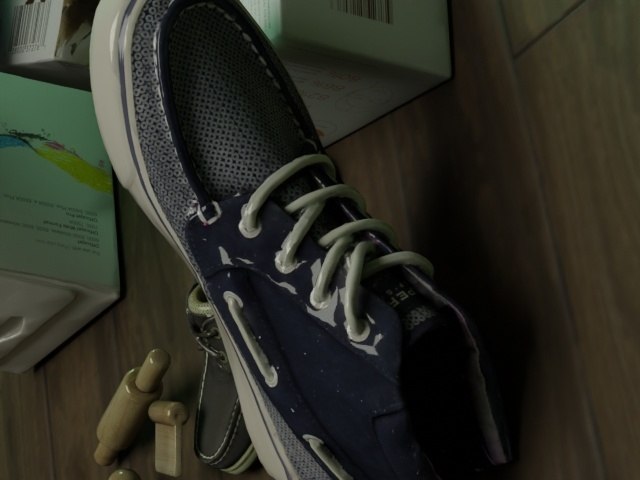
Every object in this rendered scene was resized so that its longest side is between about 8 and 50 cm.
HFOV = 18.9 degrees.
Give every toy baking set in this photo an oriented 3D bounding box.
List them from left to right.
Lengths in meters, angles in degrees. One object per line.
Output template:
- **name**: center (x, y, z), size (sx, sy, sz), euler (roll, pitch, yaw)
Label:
- **toy baking set**: center (-0.143, 0.199, 1.370), size (0.256, 0.030, 0.196), euler (127, 148, -55)

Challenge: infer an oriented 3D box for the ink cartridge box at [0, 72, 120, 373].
- **ink cartridge box**: center (-0.278, -0.036, 1.550), size (0.171, 0.168, 0.232), euler (-38, 50, 45)

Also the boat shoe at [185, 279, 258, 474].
- **boat shoe**: center (-0.056, 0.045, 1.279), size (0.080, 0.073, 0.223), euler (30, 107, 55)

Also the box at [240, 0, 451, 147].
- **box**: center (-0.020, -0.128, 1.220), size (0.170, 0.130, 0.091), euler (-25, 62, 51)

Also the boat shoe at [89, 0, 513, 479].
- **boat shoe**: center (0.000, 0.000, 1.069), size (0.158, 0.127, 0.340), euler (4, 124, 52)

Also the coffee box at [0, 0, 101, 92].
- **coffee box**: center (-0.119, -0.253, 1.373), size (0.119, 0.168, 0.297), euler (1, 82, 57)
